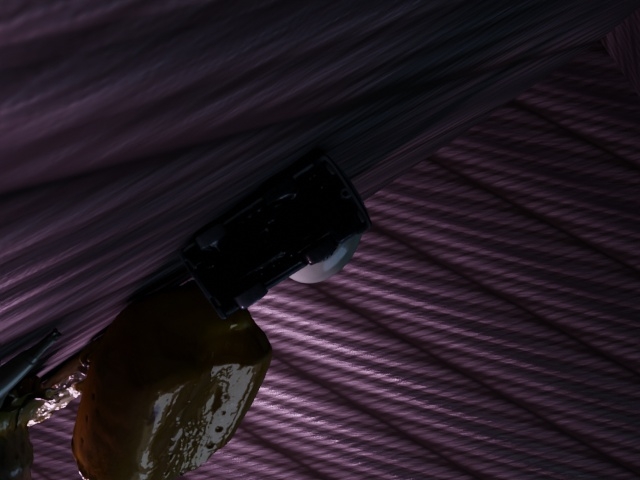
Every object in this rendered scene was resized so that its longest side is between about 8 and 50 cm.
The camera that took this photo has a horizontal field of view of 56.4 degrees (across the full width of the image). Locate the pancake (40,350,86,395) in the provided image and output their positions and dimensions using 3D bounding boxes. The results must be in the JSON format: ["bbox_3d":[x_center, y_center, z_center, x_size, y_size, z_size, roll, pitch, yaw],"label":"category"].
[{"bbox_3d":[-0.594,0.318,1.476,0.283,0.049,0.282,-34,178,-2],"label":"pancake"}]

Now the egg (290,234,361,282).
[{"bbox_3d":[0.000,0.000,1.526,0.264,0.183,0.183,-42,175,27],"label":"egg"}]

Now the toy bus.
[{"bbox_3d":[-0.057,-0.014,0.915,0.271,0.133,0.165,-32,-176,15],"label":"toy bus"}]

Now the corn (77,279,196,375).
[{"bbox_3d":[-0.389,0.199,1.332,0.320,0.097,0.097,-36,179,-15],"label":"corn"}]

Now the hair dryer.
[{"bbox_3d":[-0.467,0.208,0.882,0.237,0.075,0.206,-42,-175,0],"label":"hair dryer"}]

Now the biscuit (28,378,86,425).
[{"bbox_3d":[-0.742,0.438,1.747,0.335,0.078,0.329,-34,-179,-2],"label":"biscuit"}]

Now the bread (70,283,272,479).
[{"bbox_3d":[-0.297,0.266,1.201,0.361,0.250,0.394,-12,133,-49],"label":"bread"}]

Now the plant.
[{"bbox_3d":[-0.620,0.403,1.198,0.305,0.297,0.261,117,-6,-54],"label":"plant"}]
